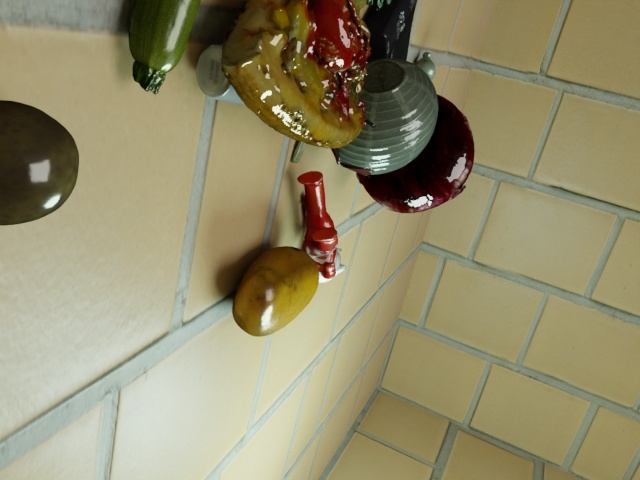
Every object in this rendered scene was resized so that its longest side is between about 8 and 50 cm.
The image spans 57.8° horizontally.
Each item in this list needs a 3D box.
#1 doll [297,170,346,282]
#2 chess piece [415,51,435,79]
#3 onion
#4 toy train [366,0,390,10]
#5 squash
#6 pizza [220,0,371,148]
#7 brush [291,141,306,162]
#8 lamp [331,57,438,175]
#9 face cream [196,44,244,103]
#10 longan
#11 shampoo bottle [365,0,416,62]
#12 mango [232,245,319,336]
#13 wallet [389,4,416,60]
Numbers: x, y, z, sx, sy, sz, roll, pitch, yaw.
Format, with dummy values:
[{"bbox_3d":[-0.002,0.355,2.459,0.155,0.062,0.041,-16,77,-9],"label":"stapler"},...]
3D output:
[{"bbox_3d":[0.000,0.000,1.281,0.384,0.099,0.188,80,-3,-66],"label":"doll"},{"bbox_3d":[0.299,-0.441,1.751,0.139,0.139,0.272,32,67,-73],"label":"chess piece"},{"bbox_3d":[0.223,-0.218,1.420,0.232,0.314,0.314,11,99,-67],"label":"onion"},{"bbox_3d":[0.118,-0.522,1.192,0.122,0.050,0.081,-47,147,-51],"label":"toy train"},{"bbox_3d":[-0.150,-0.284,0.617,0.258,0.069,0.069,-70,163,-1],"label":"squash"},{"bbox_3d":[0.007,-0.342,0.842,0.440,0.130,0.406,-5,101,-71],"label":"pizza"},{"bbox_3d":[-0.020,-0.237,1.136,0.178,0.030,0.033,-63,172,13],"label":"brush"},{"bbox_3d":[0.127,-0.252,1.217,0.233,0.233,0.265,86,21,-53],"label":"lamp"},{"bbox_3d":[-0.102,-0.238,0.831,0.198,0.057,0.084,-31,137,-67],"label":"face cream"},{"bbox_3d":[-0.265,-0.065,0.479,0.119,0.106,0.106,16,96,-33],"label":"longan"},{"bbox_3d":[0.176,-0.546,1.310,0.098,0.071,0.309,68,43,-61],"label":"shampoo bottle"},{"bbox_3d":[-0.095,0.096,1.130,0.177,0.120,0.295,-65,162,11],"label":"mango"},{"bbox_3d":[0.207,-0.499,1.523,0.146,0.030,0.285,-49,152,-42],"label":"wallet"}]
